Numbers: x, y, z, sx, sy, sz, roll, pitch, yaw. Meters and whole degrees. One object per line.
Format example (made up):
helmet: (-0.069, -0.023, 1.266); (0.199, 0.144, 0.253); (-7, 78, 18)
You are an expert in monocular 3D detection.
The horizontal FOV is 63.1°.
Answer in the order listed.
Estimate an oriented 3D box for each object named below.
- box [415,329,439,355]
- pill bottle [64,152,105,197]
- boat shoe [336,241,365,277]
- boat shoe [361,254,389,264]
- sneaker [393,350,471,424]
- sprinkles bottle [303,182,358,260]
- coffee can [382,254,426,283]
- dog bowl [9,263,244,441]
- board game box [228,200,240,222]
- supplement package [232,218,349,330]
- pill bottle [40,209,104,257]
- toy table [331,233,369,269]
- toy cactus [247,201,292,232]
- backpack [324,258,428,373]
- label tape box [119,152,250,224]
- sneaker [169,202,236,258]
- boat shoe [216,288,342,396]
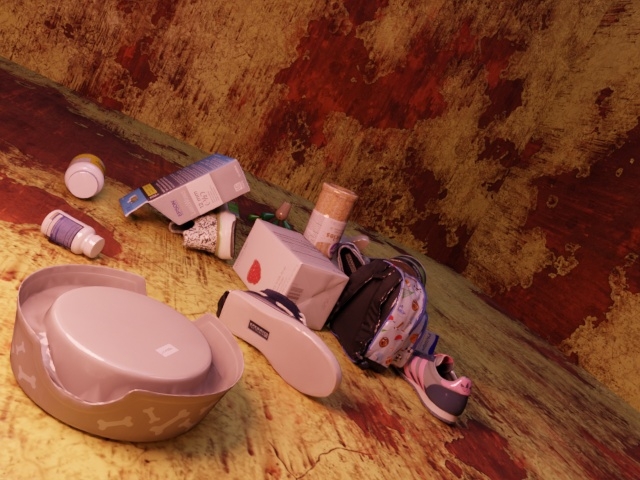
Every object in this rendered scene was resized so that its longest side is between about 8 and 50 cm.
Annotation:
box: (0.270, 0.296, 1.600); (0.137, 0.072, 0.126); (27, -13, -9)
pill bottle: (-0.674, -0.182, 1.494); (0.103, 0.103, 0.184); (23, 12, -27)
boat shoe: (0.132, 0.148, 1.662); (0.102, 0.108, 0.301); (-36, 105, -85)
boat shoe: (0.210, 0.107, 2.364); (0.320, 0.103, 0.118); (17, 15, -46)
sneaker: (0.294, 0.342, 1.397); (0.112, 0.131, 0.319); (22, 12, -30)
sprinkles bottle: (0.000, 0.000, 1.637); (0.121, 0.355, 0.121); (21, 12, -5)
coffee can: (0.309, 0.165, 2.081); (0.202, 0.201, 0.275); (31, 11, 14)
dog bowl: (-0.297, 0.168, 0.808); (0.349, 0.102, 0.349); (27, 11, -6)
board game box: (-0.402, -0.140, 2.169); (0.124, 0.039, 0.259); (26, 14, -18)
supplement package: (-0.093, 0.091, 1.472); (0.175, 0.177, 0.293); (19, 13, -38)
pill bottle: (-0.537, -0.011, 1.134); (0.120, 0.067, 0.067); (29, 11, 4)
toy table: (0.036, 0.043, 1.823); (0.161, 0.274, 0.252); (26, 49, -25)
toy cactus: (-0.168, -0.064, 2.030); (0.219, 0.180, 0.112); (31, -2, 6)
backpack: (0.168, 0.196, 1.410); (0.213, 0.263, 0.276); (22, 11, -30)
label tape box: (-0.417, -0.140, 1.580); (0.249, 0.348, 0.115); (29, -34, 62)
sneaker: (-0.382, -0.065, 1.634); (0.182, 0.158, 0.410); (4, 15, -23)
boat shoe: (-0.061, 0.204, 1.149); (0.341, 0.127, 0.158); (33, 19, 28)
